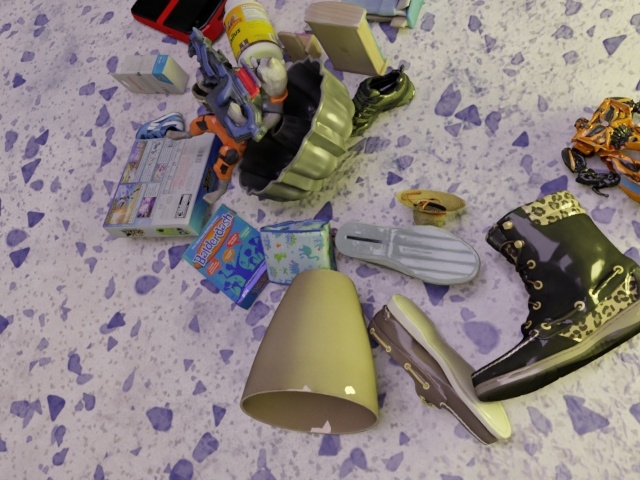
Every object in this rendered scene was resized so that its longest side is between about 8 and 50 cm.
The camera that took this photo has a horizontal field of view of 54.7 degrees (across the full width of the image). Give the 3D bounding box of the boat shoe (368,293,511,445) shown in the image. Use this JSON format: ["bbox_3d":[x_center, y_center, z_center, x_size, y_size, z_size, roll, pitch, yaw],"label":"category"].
[{"bbox_3d":[0.214,0.248,1.152,0.097,0.116,0.324,-49,66,20],"label":"boat shoe"}]

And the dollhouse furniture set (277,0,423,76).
[{"bbox_3d":[0.069,-0.582,1.458,0.286,0.198,0.303,17,78,26],"label":"dollhouse furniture set"}]

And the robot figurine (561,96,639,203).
[{"bbox_3d":[0.606,-0.162,1.156,0.291,0.085,0.211,38,87,28],"label":"robot figurine"}]

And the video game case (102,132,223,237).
[{"bbox_3d":[-0.384,-0.136,1.531,0.244,0.061,0.269,0,61,21],"label":"video game case"}]

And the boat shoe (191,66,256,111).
[{"bbox_3d":[-0.206,-0.361,1.479,0.305,0.091,0.109,5,71,51],"label":"boat shoe"}]

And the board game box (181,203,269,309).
[{"bbox_3d":[-0.199,0.035,1.426,0.210,0.047,0.160,35,87,29],"label":"board game box"}]

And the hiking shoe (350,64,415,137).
[{"bbox_3d":[0.098,-0.318,1.397,0.227,0.114,0.086,-33,62,8],"label":"hiking shoe"}]

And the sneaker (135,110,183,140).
[{"bbox_3d":[-0.423,-0.285,1.629,0.144,0.053,0.059,-26,66,12],"label":"sneaker"}]

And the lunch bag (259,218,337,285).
[{"bbox_3d":[-0.049,0.027,1.319,0.151,0.096,0.129,-5,106,16],"label":"lunch bag"}]

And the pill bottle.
[{"bbox_3d":[-0.178,-0.525,1.581,0.117,0.117,0.215,-26,64,11],"label":"pill bottle"}]

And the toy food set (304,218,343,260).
[{"bbox_3d":[0.000,0.000,1.375,0.122,0.019,0.078,18,79,26],"label":"toy food set"}]

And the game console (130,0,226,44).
[{"bbox_3d":[-0.334,-0.748,1.766,0.342,0.060,0.386,30,84,33],"label":"game console"}]

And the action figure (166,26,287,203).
[{"bbox_3d":[-0.198,-0.296,1.367,0.330,0.178,0.341,-39,63,31],"label":"action figure"}]

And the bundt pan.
[{"bbox_3d":[-0.044,-0.227,1.360,0.331,0.124,0.331,-38,39,40],"label":"bundt pan"}]

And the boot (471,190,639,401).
[{"bbox_3d":[0.388,0.094,1.111,0.377,0.138,0.284,-29,63,1],"label":"boot"}]

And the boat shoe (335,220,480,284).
[{"bbox_3d":[0.179,0.019,1.253,0.302,0.094,0.109,15,87,26],"label":"boat shoe"}]

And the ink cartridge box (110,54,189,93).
[{"bbox_3d":[-0.462,-0.448,1.673,0.180,0.104,0.060,7,74,23],"label":"ink cartridge box"}]

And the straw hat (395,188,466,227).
[{"bbox_3d":[0.224,-0.056,1.279,0.144,0.144,0.061,15,116,25],"label":"straw hat"}]

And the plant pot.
[{"bbox_3d":[-0.005,0.203,1.198,0.256,0.256,0.274,-5,56,20],"label":"plant pot"}]
